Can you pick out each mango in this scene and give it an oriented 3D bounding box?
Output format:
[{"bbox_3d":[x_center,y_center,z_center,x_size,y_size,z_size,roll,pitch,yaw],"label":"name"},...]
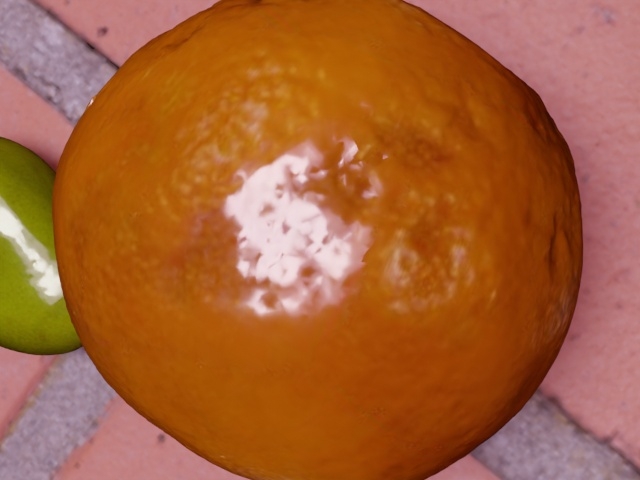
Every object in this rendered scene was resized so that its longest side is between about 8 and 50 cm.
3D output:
[{"bbox_3d":[-0.205,0.007,0.606,0.117,0.089,0.163,-39,82,7],"label":"mango"}]

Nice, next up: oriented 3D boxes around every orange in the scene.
[{"bbox_3d":[0.000,0.000,0.480,0.261,0.261,0.261,-1,87,11],"label":"orange"}]
